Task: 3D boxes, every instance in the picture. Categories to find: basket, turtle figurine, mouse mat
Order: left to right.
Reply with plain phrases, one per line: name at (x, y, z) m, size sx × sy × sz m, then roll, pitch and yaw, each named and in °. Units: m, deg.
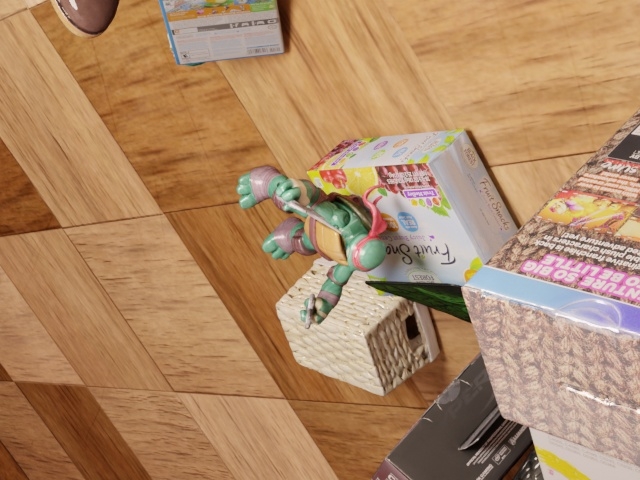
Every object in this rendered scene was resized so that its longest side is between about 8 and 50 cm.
turtle figurine at (0.000, 0.000, 1.519) m, size 0.234 × 0.118 × 0.175 m, roll 31°, pitch 134°, yaw 58°
basket at (0.041, 0.104, 1.741) m, size 0.167 × 0.103 × 0.113 m, roll 17°, pitch 138°, yaw 43°
mouse mat at (0.159, 0.070, 1.530) m, size 0.189 × 0.007 × 0.152 m, roll 19°, pitch 168°, yaw -36°

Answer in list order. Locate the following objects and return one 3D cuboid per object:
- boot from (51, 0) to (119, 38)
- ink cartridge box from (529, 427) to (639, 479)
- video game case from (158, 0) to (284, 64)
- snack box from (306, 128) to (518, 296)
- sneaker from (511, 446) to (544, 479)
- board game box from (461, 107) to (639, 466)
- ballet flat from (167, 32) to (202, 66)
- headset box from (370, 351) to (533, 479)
boot at (-0.195, -0.338, 1.441) m, size 0.207 × 0.090 × 0.248 m, roll -7°, pitch 81°, yaw 52°
ink cartridge box at (0.333, 0.177, 1.347) m, size 0.197 × 0.198 × 0.270 m, roll 17°, pitch 139°, yaw 42°
video game case at (-0.104, -0.242, 1.503) m, size 0.119 × 0.015 × 0.166 m, roll -6°, pitch 150°, yaw 2°
snack box at (0.105, -0.024, 1.538) m, size 0.207 × 0.070 × 0.174 m, roll 2°, pitch 128°, yaw 54°
sneaker at (0.275, 0.259, 1.533) m, size 0.124 × 0.107 × 0.283 m, roll 34°, pitch -171°, yaw 13°
board game box at (0.298, 0.028, 1.122) m, size 0.232 × 0.291 × 0.141 m, roll 17°, pitch 138°, yaw 43°
ballet flat at (-0.116, -0.283, 1.532) m, size 0.241 × 0.091 × 0.077 m, roll 118°, pitch 137°, yaw -55°
headset box at (0.152, 0.244, 1.635) m, size 0.110 × 0.218 × 0.293 m, roll 41°, pitch 152°, yaw 11°
